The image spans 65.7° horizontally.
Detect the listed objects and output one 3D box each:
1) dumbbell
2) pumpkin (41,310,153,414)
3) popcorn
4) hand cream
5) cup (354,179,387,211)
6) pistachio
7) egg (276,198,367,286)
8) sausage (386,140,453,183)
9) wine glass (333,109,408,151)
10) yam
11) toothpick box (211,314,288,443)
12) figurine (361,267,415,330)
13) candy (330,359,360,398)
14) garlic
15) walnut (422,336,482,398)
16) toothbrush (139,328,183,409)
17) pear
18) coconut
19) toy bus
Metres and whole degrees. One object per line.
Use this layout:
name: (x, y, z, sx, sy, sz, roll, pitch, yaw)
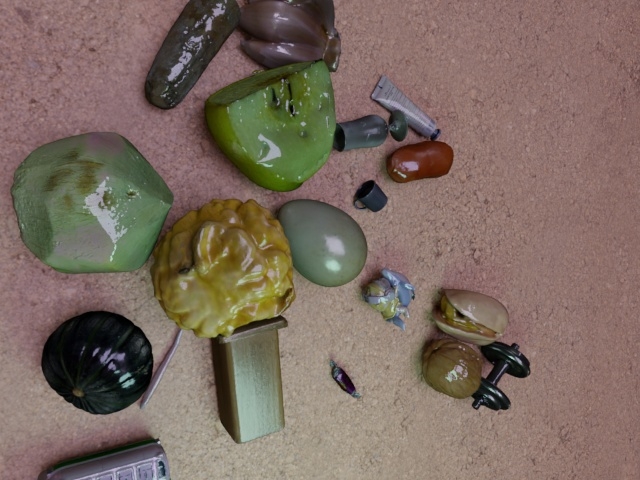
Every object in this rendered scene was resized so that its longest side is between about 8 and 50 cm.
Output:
dumbbell: (0.635, 0.489, 1.798, 0.290, 0.192, 0.192, -49, 113, -18)
pumpkin: (-0.507, 0.279, 1.153, 0.249, 0.216, 0.250, 0, 105, 1)
popcorn: (-0.225, 0.056, 1.214, 0.348, 0.382, 0.349, 0, 105, 0)
hand cream: (0.289, -0.428, 1.643, 0.276, 0.059, 0.095, 34, 77, -21)
cup: (0.156, -0.131, 1.574, 0.100, 0.078, 0.077, -39, 119, 14)
pistachio: (0.533, 0.265, 1.752, 0.299, 0.187, 0.188, 22, 82, -22)
egg: (0.000, 0.000, 1.407, 0.295, 0.218, 0.218, 42, 72, -12)
sausage: (0.327, -0.259, 1.630, 0.258, 0.133, 0.133, -13, 99, -24)
wine glass: (0.150, -0.338, 1.539, 0.230, 0.103, 0.103, -15, 99, -24)
yam: (-0.332, -0.476, 1.253, 0.133, 0.133, 0.331, 33, 81, -26)
toothpick box: (-0.196, 0.356, 1.338, 0.190, 0.187, 0.309, -10, 101, -29)
figurine: (0.222, 0.187, 1.592, 0.183, 0.128, 0.209, -16, 104, -26)
candy: (0.073, 0.443, 1.562, 0.043, 0.045, 0.175, -48, 114, -30)
garlic: (-0.073, -0.606, 1.374, 0.325, 0.132, 0.279, 16, 93, -36)
walnut: (0.450, 0.438, 1.689, 0.213, 0.213, 0.214, -1, 93, -29)
toothbrush: (-0.392, 0.301, 1.308, 0.029, 0.025, 0.307, 35, 75, -34)
pear: (-0.121, -0.284, 1.328, 0.342, 0.238, 0.318, -35, 120, -29)
coconut: (-0.476, -0.075, 1.080, 0.328, 0.281, 0.329, -1, 77, 5)
toy bus: (-0.517, 0.598, 1.185, 0.305, 0.143, 0.179, -6, 93, -28)
